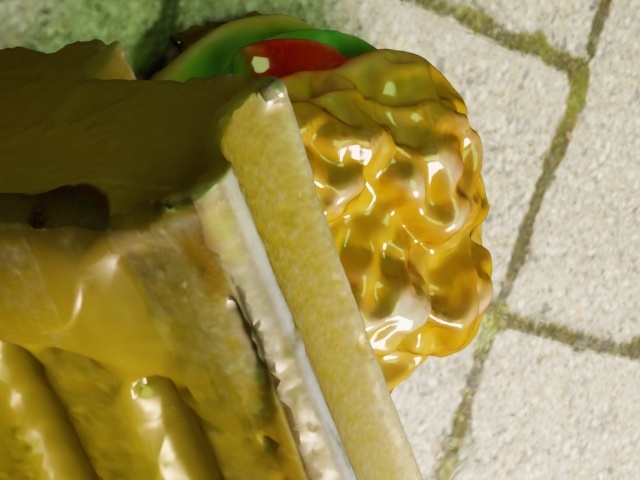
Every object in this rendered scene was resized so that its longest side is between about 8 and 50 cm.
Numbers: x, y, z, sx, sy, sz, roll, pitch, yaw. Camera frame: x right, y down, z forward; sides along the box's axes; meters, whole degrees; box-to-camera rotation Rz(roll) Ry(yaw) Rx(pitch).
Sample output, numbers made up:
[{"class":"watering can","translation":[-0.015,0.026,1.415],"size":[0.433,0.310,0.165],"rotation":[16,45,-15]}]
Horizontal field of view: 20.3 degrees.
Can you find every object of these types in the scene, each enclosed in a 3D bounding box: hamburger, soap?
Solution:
[{"class":"hamburger","translation":[0.000,0.000,0.939],"size":[0.237,0.149,0.237],"rotation":[-16,115,-39]},{"class":"soap","translation":[-0.091,0.062,0.787],"size":[0.143,0.259,0.281],"rotation":[-52,135,-44]}]
